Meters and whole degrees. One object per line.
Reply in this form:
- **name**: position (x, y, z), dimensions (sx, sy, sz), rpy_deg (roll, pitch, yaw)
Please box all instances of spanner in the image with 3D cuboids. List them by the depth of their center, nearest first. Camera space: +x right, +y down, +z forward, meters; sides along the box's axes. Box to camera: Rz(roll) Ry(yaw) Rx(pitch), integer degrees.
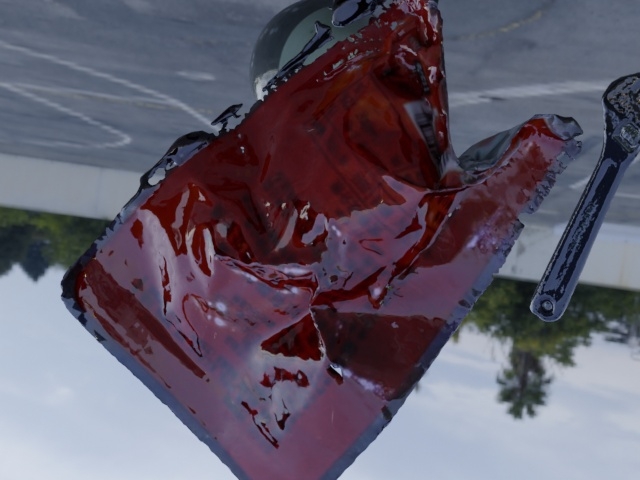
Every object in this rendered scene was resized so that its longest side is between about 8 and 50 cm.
- **spanner**: position (0.208, -0.031, 0.681), dimensions (0.046, 0.208, 0.012), rpy_deg (26, -159, 19)

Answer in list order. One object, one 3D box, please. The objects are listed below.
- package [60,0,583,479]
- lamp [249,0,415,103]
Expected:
- **package**: position (0.000, 0.000, 0.471), dimensions (0.194, 0.269, 0.071), rpy_deg (47, -174, 15)
- **lamp**: position (0.024, -0.203, 0.995), dimensions (0.182, 0.181, 0.314), rpy_deg (7, 173, -16)
